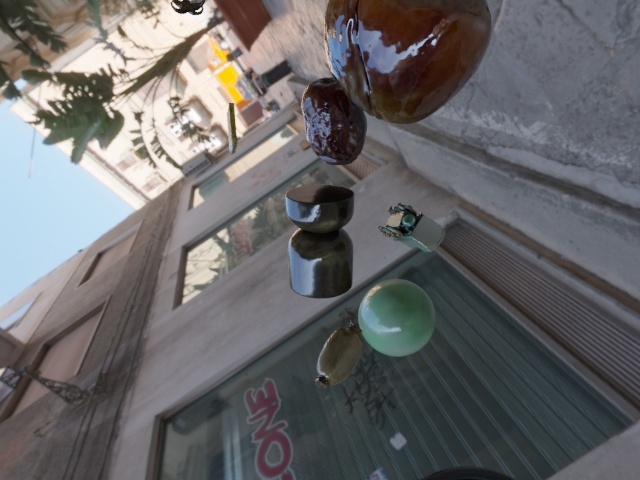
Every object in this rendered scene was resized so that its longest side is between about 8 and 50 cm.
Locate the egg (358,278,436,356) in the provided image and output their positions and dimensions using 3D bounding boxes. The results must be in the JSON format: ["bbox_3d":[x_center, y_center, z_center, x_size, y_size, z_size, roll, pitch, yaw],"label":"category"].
[{"bbox_3d":[0.220,0.222,1.163,0.220,0.220,0.269,56,175,15],"label":"egg"}]

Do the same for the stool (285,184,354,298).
[{"bbox_3d":[0.000,0.000,1.074,0.179,0.179,0.264,-120,27,-65],"label":"stool"}]

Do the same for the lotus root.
[{"bbox_3d":[0.041,0.218,0.780,0.073,0.150,0.062,31,153,10],"label":"lotus root"}]

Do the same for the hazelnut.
[{"bbox_3d":[0.181,-0.438,0.869,0.372,0.315,0.372,20,119,41],"label":"hazelnut"}]

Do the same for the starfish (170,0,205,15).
[{"bbox_3d":[-0.336,-0.591,1.001,0.091,0.078,0.028,26,153,-11],"label":"starfish"}]

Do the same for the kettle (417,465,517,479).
[{"bbox_3d":[0.242,0.473,0.587,0.268,0.290,0.207,-81,2,-47],"label":"kettle"}]

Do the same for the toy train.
[{"bbox_3d":[0.207,-0.025,0.945,0.125,0.080,0.194,33,178,-1],"label":"toy train"}]

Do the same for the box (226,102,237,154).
[{"bbox_3d":[-0.283,-0.358,1.288,0.073,0.020,0.149,144,121,-66],"label":"box"}]

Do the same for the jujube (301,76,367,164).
[{"bbox_3d":[0.041,-0.333,1.144,0.183,0.183,0.243,-122,16,-54],"label":"jujube"}]
